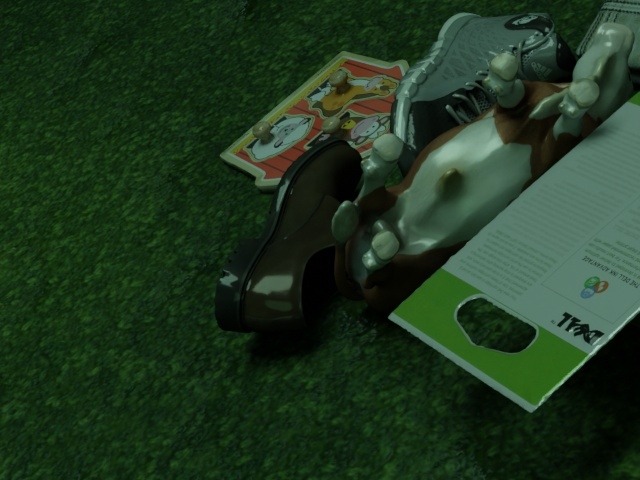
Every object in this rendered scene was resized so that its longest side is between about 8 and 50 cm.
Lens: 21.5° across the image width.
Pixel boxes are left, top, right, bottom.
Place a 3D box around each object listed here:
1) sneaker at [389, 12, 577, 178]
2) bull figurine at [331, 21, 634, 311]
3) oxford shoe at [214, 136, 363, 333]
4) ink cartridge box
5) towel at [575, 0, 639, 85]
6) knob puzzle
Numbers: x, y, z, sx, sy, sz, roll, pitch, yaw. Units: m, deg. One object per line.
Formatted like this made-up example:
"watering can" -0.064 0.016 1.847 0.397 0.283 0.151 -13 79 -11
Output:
"sneaker" 0.148 -0.133 1.440 0.132 0.086 0.229 -8 37 30
"bull figurine" 0.135 -0.060 1.286 0.310 0.188 0.101 -42 70 -2
"oxford shoe" 0.000 0.000 1.401 0.096 0.083 0.227 8 45 20
"ink cartridge box" 0.202 0.028 1.149 0.255 0.097 0.189 -40 32 -11
"towel" 0.382 -0.239 1.336 0.312 0.056 0.324 -54 36 -8
"knob puzzle" 0.009 -0.115 1.585 0.213 0.030 0.213 -22 32 15
